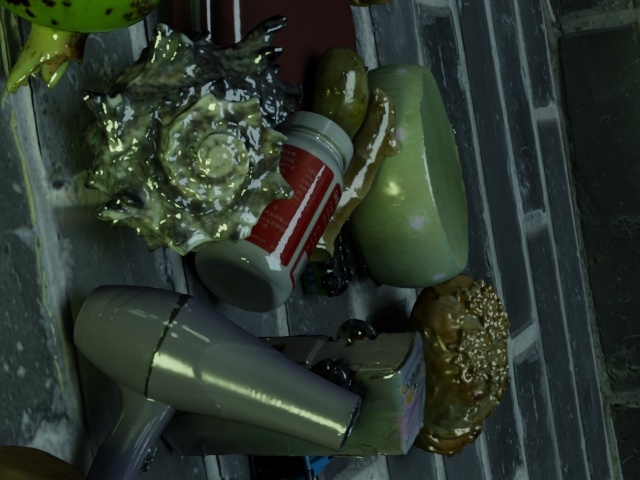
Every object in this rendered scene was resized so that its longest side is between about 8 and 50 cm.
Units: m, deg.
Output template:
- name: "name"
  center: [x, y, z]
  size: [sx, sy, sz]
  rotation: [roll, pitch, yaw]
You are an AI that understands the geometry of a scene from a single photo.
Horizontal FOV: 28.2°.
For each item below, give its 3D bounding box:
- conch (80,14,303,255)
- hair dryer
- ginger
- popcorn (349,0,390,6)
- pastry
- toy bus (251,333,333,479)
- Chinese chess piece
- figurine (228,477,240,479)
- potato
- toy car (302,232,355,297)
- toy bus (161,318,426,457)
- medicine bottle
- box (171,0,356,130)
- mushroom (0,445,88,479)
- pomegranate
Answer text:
- name: "conch"
  center: [-0.128, -0.118, 1.402]
  size: [0.186, 0.240, 0.313]
  rotation: [108, 8, -55]
- name: "hair dryer"
  center: [-0.154, 0.243, 1.295]
  size: [0.121, 0.301, 0.361]
  rotation: [64, 49, -78]
- name: "ginger"
  center: [0.012, -0.086, 1.756]
  size: [0.295, 0.131, 0.086]
  rotation: [-56, -176, -17]
- name: "popcorn"
  center: [0.069, -0.488, 1.985]
  size: [0.250, 0.190, 0.250]
  rotation: [7, 90, -79]
- name: "pastry"
  center: [0.228, 0.205, 2.083]
  size: [0.255, 0.161, 0.311]
  rotation: [-62, 158, -49]
- name: "toy bus"
  center: [-0.046, 0.218, 1.653]
  size: [0.106, 0.090, 0.185]
  rotation: [-12, 94, -67]
- name: "Chinese chess piece"
  center: [0.128, -0.098, 1.977]
  size: [0.349, 0.146, 0.349]
  rotation: [-10, 90, -76]
- name: "figurine"
  center: [-0.054, 0.441, 1.474]
  size: [0.416, 0.243, 0.298]
  rotation: [-38, 129, -38]
- name: "potato"
  center: [0.026, -0.190, 1.695]
  size: [0.091, 0.070, 0.138]
  rotation: [-5, 98, -64]
- name: "toy car"
  center: [0.000, 0.000, 1.842]
  size: [0.071, 0.062, 0.165]
  rotation: [-30, 110, -64]
- name: "toy bus"
  center: [-0.035, 0.173, 1.420]
  size: [0.112, 0.316, 0.138]
  rotation: [-50, 132, -55]
- name: "medicine bottle"
  center: [-0.054, -0.039, 1.608]
  size: [0.131, 0.131, 0.250]
  rotation: [59, 46, -41]
- name: "box"
  center: [-0.068, -0.275, 1.716]
  size: [0.404, 0.108, 0.263]
  rotation: [10, 77, -64]
- name: "mushroom"
  center: [-0.216, 0.320, 1.045]
  size: [0.397, 0.313, 0.224]
  rotation: [-75, 151, -49]
- name: "pomegranate"
  center: [-0.246, -0.268, 1.257]
  size: [0.211, 0.211, 0.263]
  rotation: [-28, 133, -64]
